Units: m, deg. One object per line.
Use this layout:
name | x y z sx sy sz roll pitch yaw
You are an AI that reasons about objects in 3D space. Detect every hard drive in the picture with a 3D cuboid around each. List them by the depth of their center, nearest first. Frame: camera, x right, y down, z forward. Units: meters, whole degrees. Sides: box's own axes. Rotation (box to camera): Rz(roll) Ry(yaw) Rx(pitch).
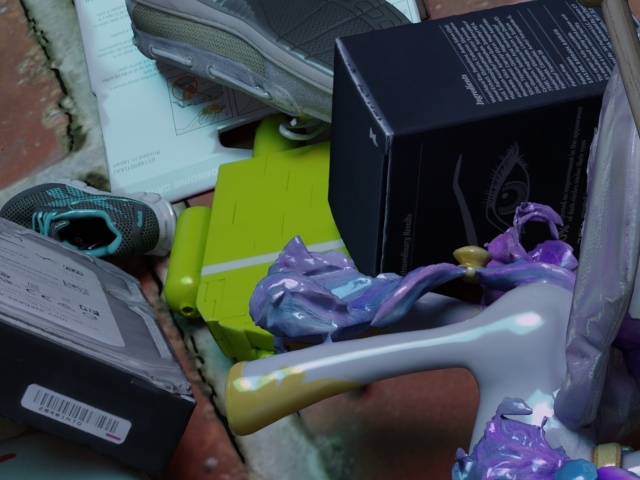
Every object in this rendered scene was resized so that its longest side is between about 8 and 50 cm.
hard drive | -0.219 0.040 1.198 0.064 0.236 0.339 -65 16 5

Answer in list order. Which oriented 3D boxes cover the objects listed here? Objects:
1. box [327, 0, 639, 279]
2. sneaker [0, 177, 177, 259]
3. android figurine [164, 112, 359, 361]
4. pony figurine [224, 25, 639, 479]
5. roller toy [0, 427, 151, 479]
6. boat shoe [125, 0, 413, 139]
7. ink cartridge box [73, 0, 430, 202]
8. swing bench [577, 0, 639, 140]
box | 0.117 -0.067 1.217 0.207 0.153 0.108 -11 46 -15
sneaker | -0.198 -0.014 1.421 0.166 0.065 0.076 0 10 30
android figurine | 0.000 0.000 1.328 0.248 0.056 0.273 -12 43 14
pony figurine | 0.134 0.074 1.055 0.363 0.303 0.351 -7 72 20
roller toy | -0.171 0.219 1.114 0.191 0.146 0.209 21 58 40
boat shoe | -0.036 -0.148 1.400 0.320 0.103 0.118 26 42 33
ink cartridge box | -0.053 -0.164 1.528 0.296 0.066 0.261 -17 66 10
swing bench | 0.286 -0.039 0.808 0.254 0.253 0.165 -19 -6 28
